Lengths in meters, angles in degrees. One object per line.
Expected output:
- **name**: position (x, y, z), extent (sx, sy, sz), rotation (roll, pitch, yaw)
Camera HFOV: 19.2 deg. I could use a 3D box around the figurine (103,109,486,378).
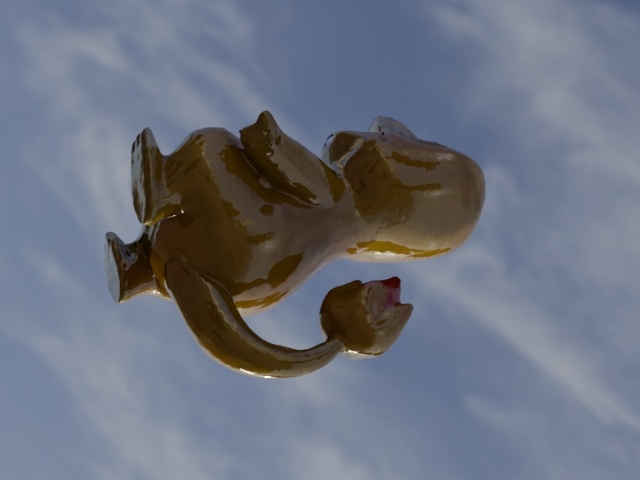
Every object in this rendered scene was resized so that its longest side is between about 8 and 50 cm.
- **figurine**: position (0.003, 0.002, 0.826), extent (0.122, 0.176, 0.121), rotation (55, -34, 31)
